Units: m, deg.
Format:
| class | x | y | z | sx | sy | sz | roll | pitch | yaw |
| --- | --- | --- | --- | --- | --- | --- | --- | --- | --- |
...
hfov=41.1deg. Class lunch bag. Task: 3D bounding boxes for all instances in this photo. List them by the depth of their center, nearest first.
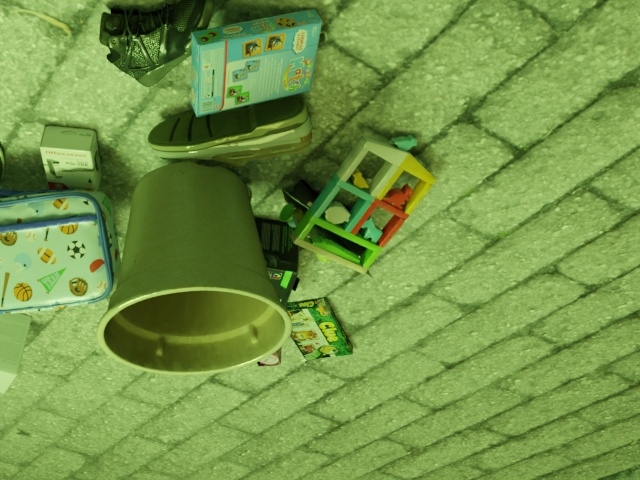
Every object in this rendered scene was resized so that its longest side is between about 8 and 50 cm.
| class | x | y | z | sx | sy | sz | roll | pitch | yaw |
| --- | --- | --- | --- | --- | --- | --- | --- | --- | --- |
| lunch bag | -0.552 | 0.013 | 1.677 | 0.303 | 0.115 | 0.243 | -6 | 102 | 4 |

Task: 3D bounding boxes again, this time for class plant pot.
| class | x | y | z | sx | sy | sz | roll | pitch | yaw |
| --- | --- | --- | --- | --- | --- | --- | --- | --- | --- |
| plant pot | -0.231 | 0.037 | 1.553 | 0.334 | 0.305 | 0.334 | -5 | 148 | -3 |

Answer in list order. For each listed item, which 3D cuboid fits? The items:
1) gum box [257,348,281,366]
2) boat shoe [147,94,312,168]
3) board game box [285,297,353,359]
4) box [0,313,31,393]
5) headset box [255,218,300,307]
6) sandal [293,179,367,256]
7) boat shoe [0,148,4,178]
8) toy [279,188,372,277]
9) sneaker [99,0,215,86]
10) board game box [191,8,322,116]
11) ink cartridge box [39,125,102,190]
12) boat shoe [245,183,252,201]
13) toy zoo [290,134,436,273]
| class | x | y | z | sx | sy | sz | roll | pitch | yaw |
| --- | --- | --- | --- | --- | --- | --- | --- | --- | --- |
| gum box | -0.143 | 0.224 | 2.132 | 0.062 | 0.107 | 0.188 | -4 | 143 | 8 |
| boat shoe | -0.163 | -0.183 | 1.571 | 0.302 | 0.113 | 0.103 | -7 | 138 | 10 |
| board game box | -0.013 | 0.233 | 2.210 | 0.136 | 0.030 | 0.259 | -12 | 142 | 13 |
| box | -0.814 | 0.282 | 2.176 | 0.091 | 0.170 | 0.130 | 20 | 141 | -24 |
| headset box | -0.188 | 0.068 | 1.899 | 0.283 | 0.131 | 0.246 | 9 | 144 | -11 |
| sandal | 0.042 | -0.045 | 1.780 | 0.054 | 0.097 | 0.254 | -41 | 133 | 8 |
| boat shoe | -0.719 | -0.095 | 1.723 | 0.109 | 0.091 | 0.305 | 21 | 140 | -25 |
| toy | 0.000 | 0.000 | 1.792 | 0.056 | 0.137 | 0.237 | -41 | 129 | 15 |
| sneaker | -0.272 | -0.342 | 1.377 | 0.130 | 0.087 | 0.227 | 23 | 144 | -37 |
| board game box | -0.108 | -0.293 | 1.412 | 0.211 | 0.039 | 0.160 | -15 | 148 | -19 |
| ink cartridge box | -0.486 | -0.154 | 1.665 | 0.099 | 0.056 | 0.135 | 5 | 144 | -4 |
| boat shoe | -0.282 | -0.076 | 1.741 | 0.277 | 0.098 | 0.096 | -21 | 139 | 13 |
| toy zoo | 0.097 | -0.081 | 1.664 | 0.192 | 0.030 | 0.293 | 25 | 111 | -35 |
